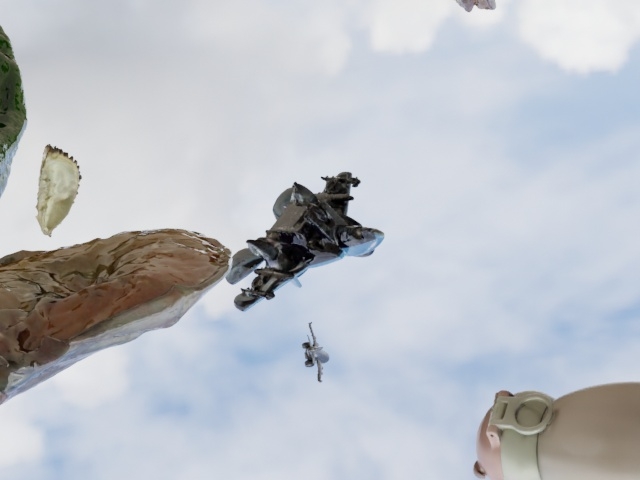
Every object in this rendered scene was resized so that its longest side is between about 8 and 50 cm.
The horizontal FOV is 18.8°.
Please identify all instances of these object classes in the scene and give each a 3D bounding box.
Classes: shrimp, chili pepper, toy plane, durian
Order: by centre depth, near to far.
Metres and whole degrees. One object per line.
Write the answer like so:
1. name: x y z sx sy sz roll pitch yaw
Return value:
1. shrimp: -0.131 0.041 0.899 0.164 0.062 0.317 -15 -171 15
2. toy plane: -0.006 -0.005 1.720 0.169 0.078 0.246 -51 -169 -16
3. chili pepper: -0.317 -0.117 1.762 0.099 0.083 0.253 28 -153 -28
4. durian: -0.331 -0.066 2.437 0.052 0.130 0.066 6 -149 1
5. toy plane: -0.006 0.145 2.450 0.031 0.079 0.083 -10 165 3

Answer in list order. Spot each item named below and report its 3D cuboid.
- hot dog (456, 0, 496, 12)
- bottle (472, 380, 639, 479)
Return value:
1. hot dog: 0.101 -0.326 1.746 0.114 0.259 0.175 -22 -155 -31
2. bottle: 0.274 0.221 2.061 0.236 0.148 0.147 0 -155 30
